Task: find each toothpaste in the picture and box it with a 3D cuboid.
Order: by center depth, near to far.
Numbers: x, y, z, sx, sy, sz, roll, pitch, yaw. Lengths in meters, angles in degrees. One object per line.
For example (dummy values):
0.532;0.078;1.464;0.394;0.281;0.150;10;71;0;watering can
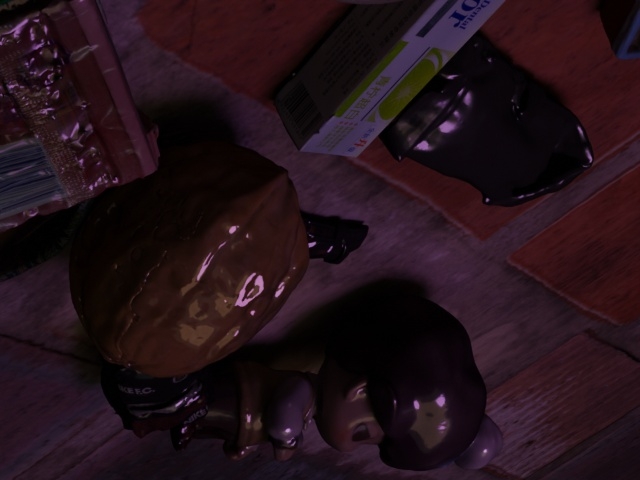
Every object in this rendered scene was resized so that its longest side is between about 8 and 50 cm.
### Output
0.091;-0.203;1.418;0.081;0.067;0.336;3;141;-47;toothpaste

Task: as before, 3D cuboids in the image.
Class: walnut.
-0.117;0.017;1.476;0.245;0.198;0.198;-49;147;11;walnut

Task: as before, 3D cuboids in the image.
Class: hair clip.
-0.234;-0.022;1.463;0.036;0.066;0.229;30;127;-25;hair clip

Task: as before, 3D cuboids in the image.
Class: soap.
-0.234;-0.114;1.260;0.217;0.098;0.273;-24;151;-6;soap

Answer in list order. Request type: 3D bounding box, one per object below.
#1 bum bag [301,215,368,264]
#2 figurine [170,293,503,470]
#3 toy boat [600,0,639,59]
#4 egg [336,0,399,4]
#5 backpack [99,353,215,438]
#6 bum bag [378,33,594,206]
0.001;0.001;1.713;0.124;0.034;0.058;7;123;-47;bum bag
0.018;0.194;1.868;0.365;0.206;0.218;-19;152;-14;figurine
0.442;-0.233;1.587;0.331;0.133;0.145;-14;148;-23;toy boat
0.025;-0.259;1.138;0.253;0.187;0.186;8;136;-45;egg
-0.173;0.137;1.720;0.120;0.106;0.165;-20;155;-2;backpack
0.163;-0.108;1.629;0.142;0.080;0.326;-43;145;14;bum bag
